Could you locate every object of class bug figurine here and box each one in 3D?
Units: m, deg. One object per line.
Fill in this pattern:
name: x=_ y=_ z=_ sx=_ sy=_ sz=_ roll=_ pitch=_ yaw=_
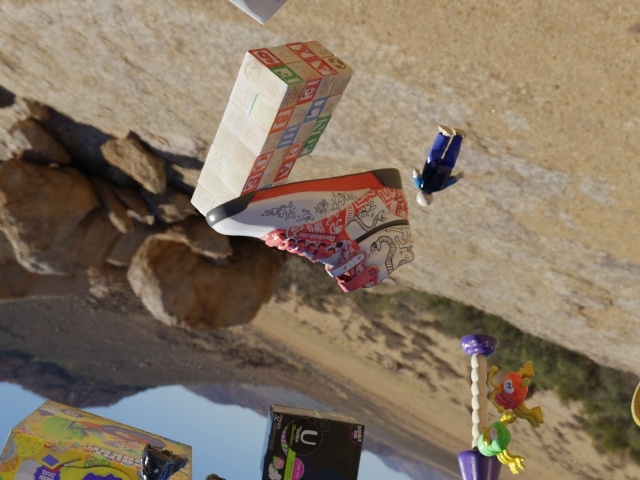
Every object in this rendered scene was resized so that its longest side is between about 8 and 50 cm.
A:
bug figurine: x=0.266 y=0.319 z=0.894 sx=0.072 sy=0.279 sz=0.216 roll=-2 pitch=147 yaw=-2

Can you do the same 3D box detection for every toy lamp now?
toy lamp: x=0.286 y=0.311 z=1.168 sx=0.080 sy=0.275 sz=0.080 roll=7 pitch=152 yaw=4

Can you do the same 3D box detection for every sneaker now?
sneaker: x=0.001 y=0.000 z=0.809 sx=0.270 sy=0.145 sz=0.090 roll=-13 pitch=179 yaw=-28

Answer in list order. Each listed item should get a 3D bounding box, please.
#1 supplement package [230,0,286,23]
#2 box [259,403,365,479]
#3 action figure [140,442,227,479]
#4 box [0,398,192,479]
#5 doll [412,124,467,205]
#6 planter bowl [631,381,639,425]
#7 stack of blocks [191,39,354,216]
supplement package: x=-0.130 y=-0.428 z=0.873 sx=0.244 sy=0.134 sz=0.139 roll=17 pitch=-142 yaw=-56
box: x=-0.008 y=0.186 z=0.585 sx=0.083 sy=0.062 sz=0.052 roll=11 pitch=173 yaw=-7
action figure: x=-0.151 y=0.326 z=0.542 sx=0.164 sy=0.276 sz=0.141 roll=15 pitch=162 yaw=24
box: x=-0.384 y=0.421 z=1.108 sx=0.289 sy=0.177 sz=0.279 roll=22 pitch=172 yaw=-10
doll: x=0.262 y=-0.156 z=1.432 sx=0.129 sy=0.189 sz=0.046 roll=6 pitch=-148 yaw=-24
planter bowl: x=0.385 y=0.122 z=0.546 sx=0.090 sy=0.217 sz=0.217 roll=49 pitch=168 yaw=5
stack of blocks: x=-0.083 y=-0.166 z=1.059 sx=0.087 sy=0.171 sz=0.297 roll=42 pitch=128 yaw=16
